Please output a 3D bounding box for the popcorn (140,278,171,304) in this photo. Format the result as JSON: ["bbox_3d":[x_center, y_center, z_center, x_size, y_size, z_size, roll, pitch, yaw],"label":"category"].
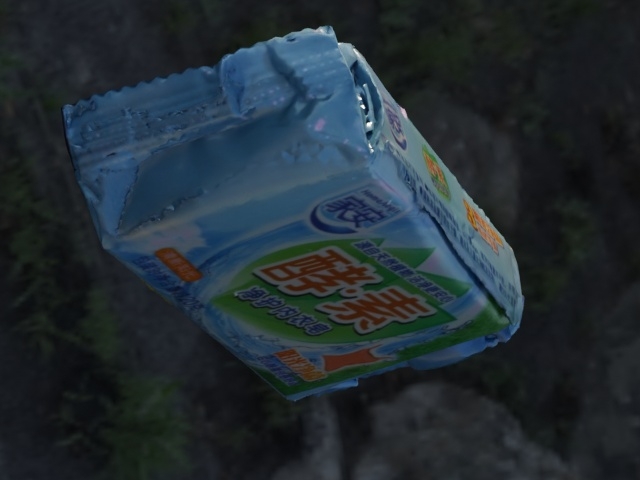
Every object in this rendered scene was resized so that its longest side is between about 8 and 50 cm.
[{"bbox_3d":[-0.061,-0.013,1.386,0.173,0.173,0.142,12,84,-51],"label":"popcorn"}]

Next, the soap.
[{"bbox_3d":[0.000,0.000,0.940,0.293,0.156,0.077,44,31,-56],"label":"soap"}]
